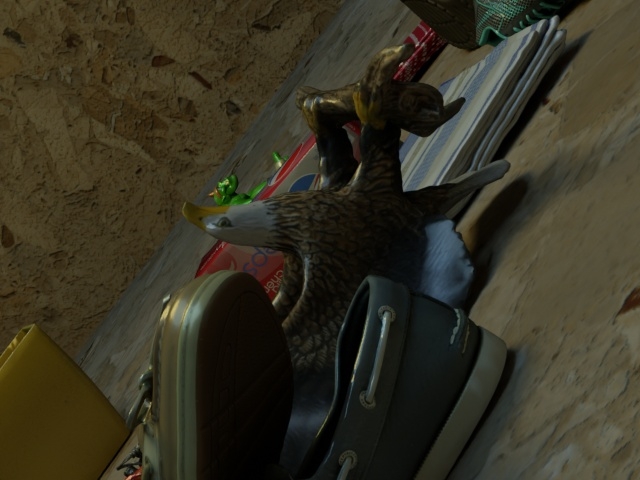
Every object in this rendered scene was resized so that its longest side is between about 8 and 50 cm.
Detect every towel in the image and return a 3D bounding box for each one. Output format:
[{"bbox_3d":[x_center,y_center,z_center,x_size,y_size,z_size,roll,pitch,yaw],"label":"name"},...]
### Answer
[{"bbox_3d":[0.076,-0.186,1.995,0.275,0.031,0.199,-50,8,8],"label":"towel"},{"bbox_3d":[0.115,-0.085,1.423,0.209,0.034,0.285,-57,8,-12],"label":"towel"}]

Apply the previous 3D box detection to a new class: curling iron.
[{"bbox_3d":[-0.193,0.202,1.841,0.068,0.035,0.274,-50,10,16],"label":"curling iron"}]

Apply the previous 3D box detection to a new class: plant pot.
[{"bbox_3d":[-0.370,0.251,2.058,0.212,0.187,0.212,-54,9,-12],"label":"plant pot"}]

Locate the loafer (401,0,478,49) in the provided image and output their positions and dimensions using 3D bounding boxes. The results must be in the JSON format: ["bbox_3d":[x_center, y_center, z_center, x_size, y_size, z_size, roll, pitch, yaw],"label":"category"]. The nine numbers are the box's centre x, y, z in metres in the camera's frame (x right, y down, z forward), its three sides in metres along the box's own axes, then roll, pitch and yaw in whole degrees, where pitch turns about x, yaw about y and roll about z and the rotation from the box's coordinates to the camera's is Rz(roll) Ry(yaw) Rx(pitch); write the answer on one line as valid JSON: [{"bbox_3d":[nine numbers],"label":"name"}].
[{"bbox_3d":[0.167,-0.269,1.674,0.092,0.102,0.268,-53,18,-8],"label":"loafer"}]

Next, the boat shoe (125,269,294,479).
[{"bbox_3d":[-0.077,0.133,0.943,0.104,0.089,0.285,-45,-34,-45],"label":"boat shoe"}]

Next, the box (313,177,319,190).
[{"bbox_3d":[0.000,0.000,1.557,0.179,0.043,0.105,-77,9,-72],"label":"box"}]

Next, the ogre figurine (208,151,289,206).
[{"bbox_3d":[-0.077,-0.054,2.082,0.118,0.097,0.197,-36,23,-6],"label":"ogre figurine"}]

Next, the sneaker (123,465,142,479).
[{"bbox_3d":[-0.131,0.215,1.475,0.175,0.064,0.067,-49,-11,-12],"label":"sneaker"}]

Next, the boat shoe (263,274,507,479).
[{"bbox_3d":[-0.011,0.161,0.910,0.319,0.099,0.116,-56,10,-19],"label":"boat shoe"}]

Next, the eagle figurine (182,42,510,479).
[{"bbox_3d":[0.002,0.027,1.134,0.226,0.225,0.298,30,-113,-69],"label":"eagle figurine"}]

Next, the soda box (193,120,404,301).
[{"bbox_3d":[-0.027,-0.026,1.703,0.263,0.092,0.083,-49,11,22],"label":"soda box"}]

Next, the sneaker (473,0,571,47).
[{"bbox_3d":[0.196,-0.214,1.463,0.166,0.065,0.076,2,89,64],"label":"sneaker"}]
